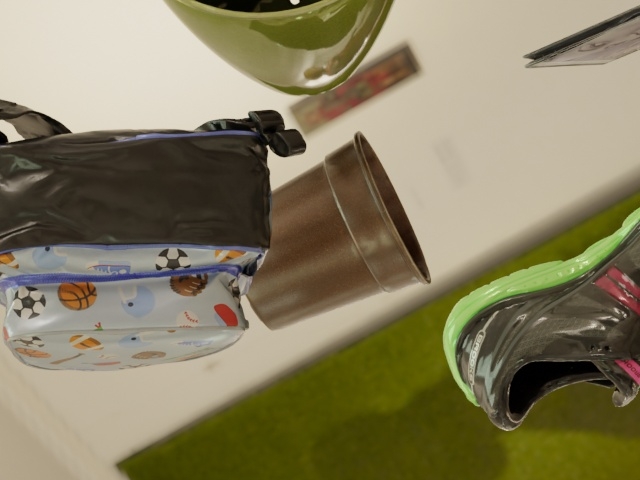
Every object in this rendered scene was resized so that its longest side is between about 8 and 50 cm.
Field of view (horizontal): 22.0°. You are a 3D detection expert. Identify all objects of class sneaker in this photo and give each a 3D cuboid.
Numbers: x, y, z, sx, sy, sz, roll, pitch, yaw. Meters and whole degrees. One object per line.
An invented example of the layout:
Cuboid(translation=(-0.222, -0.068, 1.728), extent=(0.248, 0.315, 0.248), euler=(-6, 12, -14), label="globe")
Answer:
Cuboid(translation=(0.386, 0.088, 2.001), extent=(0.185, 0.483, 0.202), euler=(32, -146, -51), label="sneaker")

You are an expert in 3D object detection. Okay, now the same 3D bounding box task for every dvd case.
Cuboid(translation=(0.337, -0.220, 1.674), extent=(0.164, 0.221, 0.018), euler=(-10, -98, -51), label="dvd case")

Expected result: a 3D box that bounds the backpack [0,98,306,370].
Cuboid(translation=(-0.161, 0.003, 1.359), extent=(0.263, 0.277, 0.213), euler=(140, 132, -83), label="backpack")

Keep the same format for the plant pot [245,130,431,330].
Cuboid(translation=(0.000, 0.000, 1.628), extent=(0.167, 0.165, 0.167), euler=(-24, -90, -81), label="plant pot")

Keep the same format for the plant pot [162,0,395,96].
Cuboid(translation=(-0.034, -0.264, 1.592), extent=(0.274, 0.275, 0.293), euler=(62, 175, 22), label="plant pot")
